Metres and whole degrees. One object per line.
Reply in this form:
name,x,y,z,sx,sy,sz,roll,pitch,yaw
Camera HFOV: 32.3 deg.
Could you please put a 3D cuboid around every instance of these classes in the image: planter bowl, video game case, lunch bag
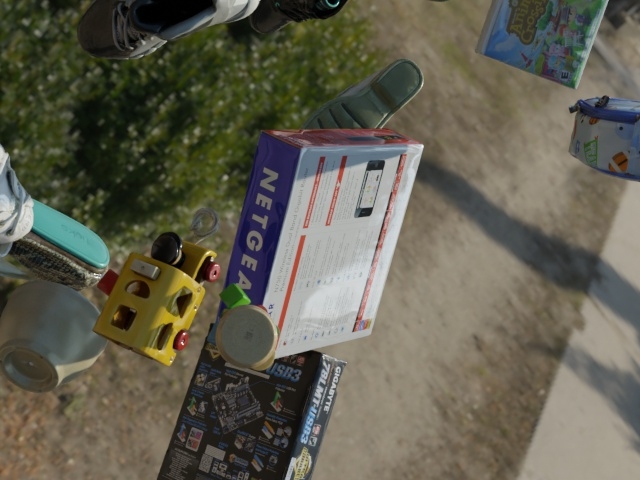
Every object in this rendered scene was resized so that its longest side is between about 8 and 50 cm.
planter bowl,-0.409,0.155,1.628,0.162,0.162,0.109,42,38,-17
video game case,0.364,-0.370,1.760,0.193,0.212,0.023,16,8,-23
lunch bag,0.526,-0.154,1.677,0.303,0.115,0.243,8,13,4

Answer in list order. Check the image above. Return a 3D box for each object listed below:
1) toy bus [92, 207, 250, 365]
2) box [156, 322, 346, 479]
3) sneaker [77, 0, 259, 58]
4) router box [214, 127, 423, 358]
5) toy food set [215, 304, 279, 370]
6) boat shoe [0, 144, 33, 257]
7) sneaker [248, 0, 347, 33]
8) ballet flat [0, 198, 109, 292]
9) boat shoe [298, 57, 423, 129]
toy bus,-0.209,0.057,1.428,0.202,0.191,0.104,67,9,26
box,-0.120,0.306,1.844,0.295,0.293,0.073,9,-13,45
sneaker,-0.185,-0.236,1.145,0.132,0.228,0.086,-43,116,-61
router box,0.000,0.000,1.665,0.082,0.335,0.301,27,20,34
toy food set,-0.092,0.120,1.392,0.083,0.083,0.020,10,-8,-16
boat shoe,-0.380,-0.043,1.295,0.096,0.277,0.098,28,69,-11
sneaker,-0.026,-0.394,1.747,0.101,0.267,0.106,14,58,-37
ballet flat,-0.575,-0.044,1.894,0.483,0.182,0.164,46,19,-38
boat shoe,0.069,-0.243,2.166,0.113,0.302,0.103,57,-21,-4
